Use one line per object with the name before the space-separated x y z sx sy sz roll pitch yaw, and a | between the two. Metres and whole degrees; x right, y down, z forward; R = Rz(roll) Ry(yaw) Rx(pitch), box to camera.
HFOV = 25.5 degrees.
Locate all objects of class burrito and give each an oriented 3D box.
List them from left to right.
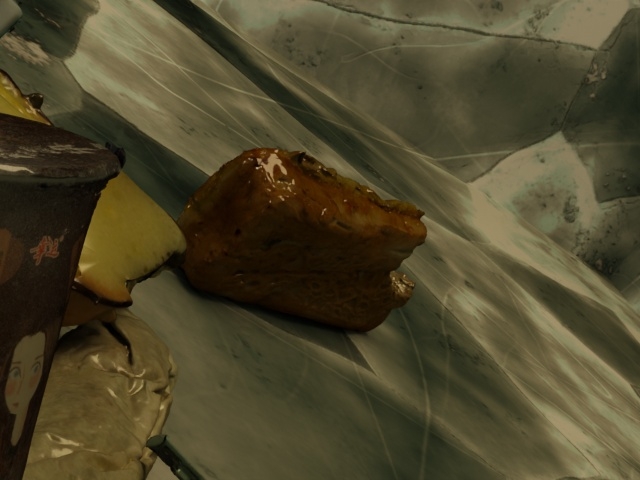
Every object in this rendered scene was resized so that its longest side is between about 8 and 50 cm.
burrito | -0.166 0.132 0.983 0.117 0.076 0.392 36 15 -8

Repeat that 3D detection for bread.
bread | -0.251 -0.022 1.082 0.262 0.162 0.204 44 15 2
bread | 0.000 0.000 1.597 0.380 0.185 0.109 20 30 -54

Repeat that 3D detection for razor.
razor | -0.102 0.208 0.865 0.084 0.036 0.211 49 25 -15

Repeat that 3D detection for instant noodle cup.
instant noodle cup | -0.231 0.033 0.768 0.218 0.207 0.217 12 9 -2

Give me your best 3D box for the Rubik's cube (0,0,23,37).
Rubik's cube | -0.391 -0.193 1.211 0.224 0.213 0.265 48 -2 -23
